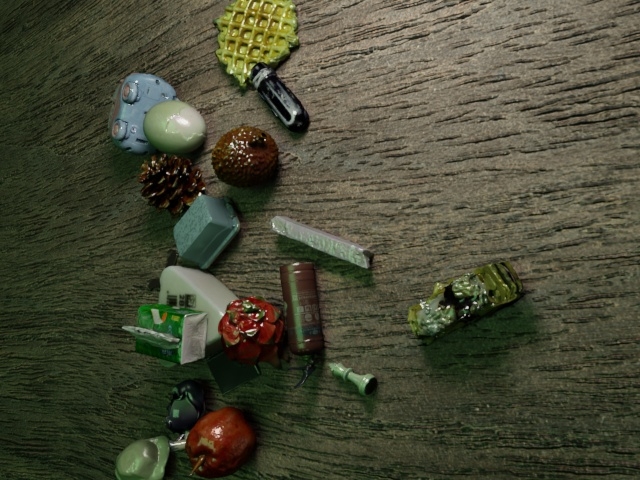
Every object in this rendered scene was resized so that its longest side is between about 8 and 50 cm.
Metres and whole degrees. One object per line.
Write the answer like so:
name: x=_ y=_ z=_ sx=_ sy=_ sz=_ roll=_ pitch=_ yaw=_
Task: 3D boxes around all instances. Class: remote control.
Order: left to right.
remote control: x=-0.134 y=-0.436 z=1.625 sx=0.090 sy=0.066 sz=0.266 roll=-44 pitch=76 yaw=22

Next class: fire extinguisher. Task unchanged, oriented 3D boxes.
fire extinguisher: x=-0.062 y=0.237 z=1.520 sx=0.102 sy=0.138 sz=0.343 roll=-19 pitch=75 yaw=52

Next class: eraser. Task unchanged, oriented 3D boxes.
eraser: x=-0.412 y=0.223 z=1.756 sx=0.331 sy=0.150 sz=0.331 roll=-3 pitch=84 yaw=35

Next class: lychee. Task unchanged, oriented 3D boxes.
lychee: x=-0.224 y=-0.256 z=1.624 sx=0.238 sy=0.200 sz=0.200 roll=-44 pitch=62 yaw=49

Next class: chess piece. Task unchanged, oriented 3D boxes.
chess piece: x=0.080 y=0.370 z=1.467 sx=0.149 sy=0.059 sz=0.059 roll=16 pitch=96 yaw=40

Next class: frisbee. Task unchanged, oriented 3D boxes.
frisbee: x=-0.568 y=0.143 z=1.951 sx=0.187 sy=0.012 sz=0.210 roll=-11 pitch=81 yaw=35

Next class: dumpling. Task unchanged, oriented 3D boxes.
dumpling: x=-0.623 y=0.782 z=1.881 sx=0.250 sy=0.132 sz=0.162 roll=-30 pitch=61 yaw=13

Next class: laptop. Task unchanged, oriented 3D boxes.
laptop: x=-0.281 y=0.404 z=1.722 sx=0.180 sy=0.016 sz=0.129 roll=-33 pitch=81 yaw=29

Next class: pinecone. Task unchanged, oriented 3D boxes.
pinecone: x=-0.513 y=-0.191 z=1.820 sx=0.222 sy=0.221 sz=0.221 roll=-2 pitch=86 yaw=35

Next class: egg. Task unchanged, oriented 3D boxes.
egg: x=-0.483 y=-0.379 z=1.826 sx=0.217 sy=0.183 sz=0.183 roll=20 pitch=99 yaw=19

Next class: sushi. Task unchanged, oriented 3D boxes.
sushi: x=0.324 y=0.137 z=1.268 sx=0.291 sy=0.131 sz=0.139 roll=-38 pitch=69 yaw=36

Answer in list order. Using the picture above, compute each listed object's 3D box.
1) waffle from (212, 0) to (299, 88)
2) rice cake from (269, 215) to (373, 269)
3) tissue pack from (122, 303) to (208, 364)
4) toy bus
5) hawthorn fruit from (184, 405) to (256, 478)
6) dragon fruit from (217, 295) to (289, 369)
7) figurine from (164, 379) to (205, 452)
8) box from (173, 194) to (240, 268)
waffle: x=-0.205 y=-0.659 z=1.715 sx=0.317 sy=0.073 sz=0.297 roll=-29 pitch=77 yaw=23
rice cake: x=0.000 y=0.000 z=1.530 sx=0.365 sy=0.073 sz=0.056 roll=22 pitch=96 yaw=34
tissue pack: x=-0.468 y=0.278 z=1.613 sx=0.209 sy=0.156 sz=0.147 roll=5 pitch=93 yaw=32
toy bus: x=-0.664 y=-0.463 z=1.955 sx=0.232 sy=0.197 sz=0.294 roll=30 pitch=106 yaw=43
hawthorn fruit: x=-0.319 y=0.619 z=1.602 sx=0.208 sy=0.243 sz=0.207 roll=5 pitch=103 yaw=22
dragon fruit: x=-0.190 y=0.272 z=1.561 sx=0.193 sy=0.274 sz=0.192 roll=-18 pitch=41 yaw=1
figurine: x=-0.434 y=0.567 z=1.748 sx=0.145 sy=0.145 sz=0.222 roll=-24 pitch=68 yaw=31
box: x=-0.372 y=-0.033 z=1.755 sx=0.227 sy=0.130 sz=0.162 roll=-47 pitch=48 yaw=24
